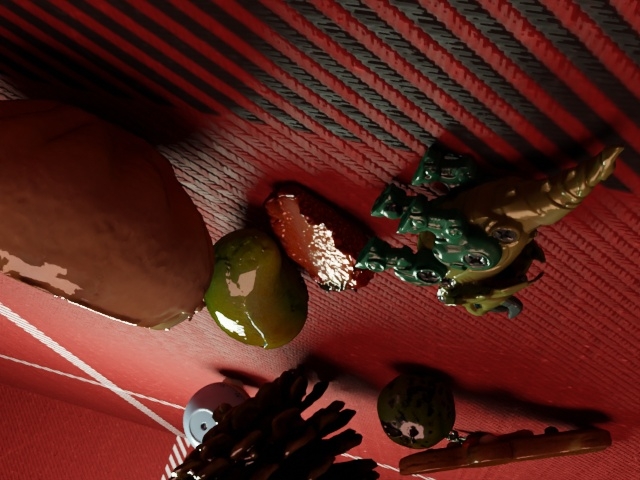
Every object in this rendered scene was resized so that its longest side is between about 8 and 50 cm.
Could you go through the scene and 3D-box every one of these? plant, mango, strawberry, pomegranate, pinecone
[{"bbox_3d":[0.284,0.391,1.406,0.051,0.051,0.102,34,163,-33],"label":"plant"},{"bbox_3d":[-0.072,0.059,0.841,0.125,0.111,0.233,13,155,-2],"label":"mango"},{"bbox_3d":[0.002,-0.002,0.738,0.104,0.048,0.152,7,139,40],"label":"strawberry"},{"bbox_3d":[0.151,0.256,1.146,0.122,0.122,0.161,16,-166,6],"label":"pomegranate"},{"bbox_3d":[-0.074,0.435,1.299,0.398,0.397,0.397,15,157,7],"label":"pinecone"}]

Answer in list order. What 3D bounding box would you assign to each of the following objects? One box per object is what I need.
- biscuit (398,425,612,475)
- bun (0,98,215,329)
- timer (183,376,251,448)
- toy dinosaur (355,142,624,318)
[{"bbox_3d":[0.279,0.322,1.133,0.324,0.049,0.205,-13,159,11],"label":"biscuit"},{"bbox_3d":[-0.225,-0.035,0.678,0.299,0.164,0.299,23,173,3],"label":"bun"},{"bbox_3d":[-0.193,0.366,1.618,0.175,0.255,0.175,11,117,23],"label":"timer"},{"bbox_3d":[0.127,-0.014,0.573,0.153,0.094,0.259,20,149,-4],"label":"toy dinosaur"}]
